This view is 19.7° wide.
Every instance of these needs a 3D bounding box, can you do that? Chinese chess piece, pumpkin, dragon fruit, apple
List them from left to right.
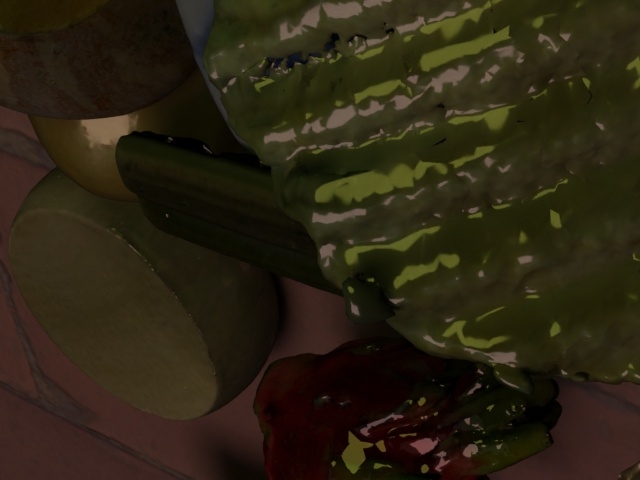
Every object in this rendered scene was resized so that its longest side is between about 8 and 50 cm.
[{"bbox_3d":[-0.164,-0.171,1.125,0.217,0.217,0.110,51,-170,-9],"label":"pumpkin"},{"bbox_3d":[-0.150,0.037,1.576,0.250,0.101,0.250,29,144,24],"label":"Chinese chess piece"},{"bbox_3d":[-0.114,-0.122,1.288,0.200,0.200,0.200,29,144,23],"label":"apple"},{"bbox_3d":[0.072,0.143,1.404,0.269,0.200,0.198,-33,113,25],"label":"dragon fruit"}]

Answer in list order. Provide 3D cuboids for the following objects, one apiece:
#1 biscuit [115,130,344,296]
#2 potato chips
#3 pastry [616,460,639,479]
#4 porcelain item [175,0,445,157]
[{"bbox_3d":[0.000,0.000,1.116,0.322,0.038,0.099,18,150,33],"label":"biscuit"},{"bbox_3d":[0.124,-0.111,0.908,0.389,0.097,0.373,1,106,9],"label":"potato chips"},{"bbox_3d":[0.284,0.210,1.302,0.166,0.088,0.166,31,144,26],"label":"pastry"},{"bbox_3d":[0.038,-0.145,1.093,0.242,0.178,0.405,9,135,43],"label":"porcelain item"}]
